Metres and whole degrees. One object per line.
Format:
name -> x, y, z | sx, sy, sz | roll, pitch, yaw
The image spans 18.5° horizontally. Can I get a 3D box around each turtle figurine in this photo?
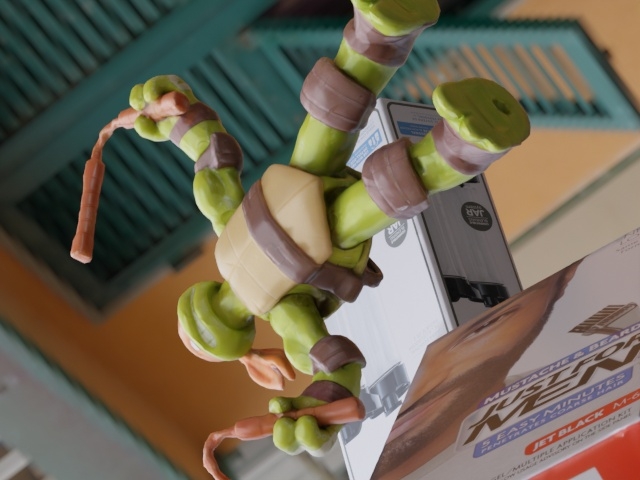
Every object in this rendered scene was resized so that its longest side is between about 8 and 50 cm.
turtle figurine -> 0.000, 0.000, 0.894 | 0.087, 0.217, 0.269 | 11, -139, -43

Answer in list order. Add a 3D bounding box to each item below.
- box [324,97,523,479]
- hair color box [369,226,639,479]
box -> 0.073, 0.054, 1.544 | 0.087, 0.169, 0.290 | 6, -124, -36
hair color box -> 0.067, 0.055, 0.533 | 0.053, 0.093, 0.167 | 57, -162, -7
